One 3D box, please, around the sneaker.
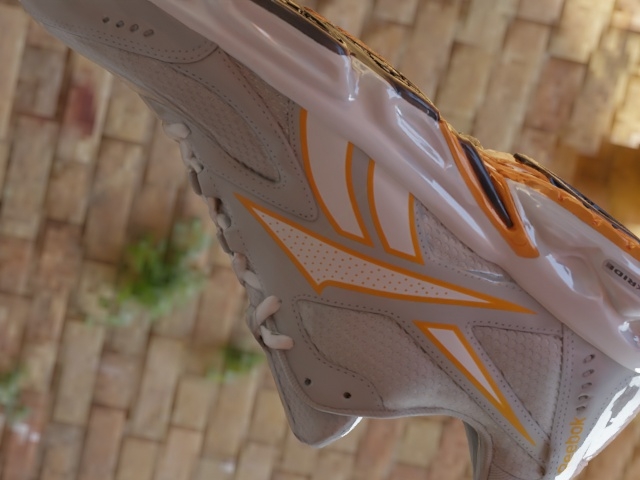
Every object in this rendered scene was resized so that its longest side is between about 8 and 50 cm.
[{"bbox_3d":[0.000,0.000,0.644,0.121,0.262,0.099,-54,-169,7],"label":"sneaker"}]
